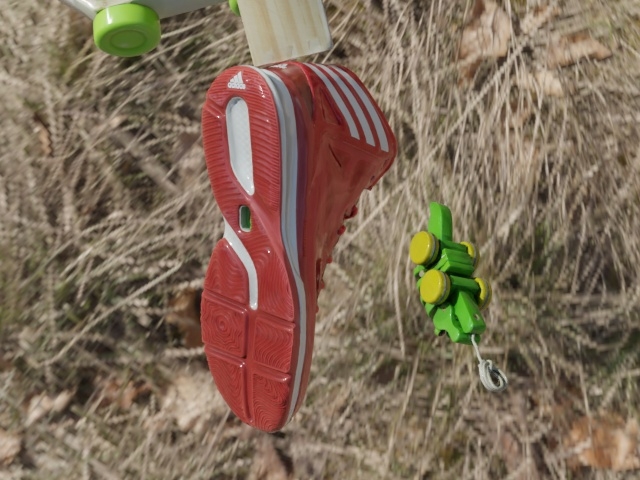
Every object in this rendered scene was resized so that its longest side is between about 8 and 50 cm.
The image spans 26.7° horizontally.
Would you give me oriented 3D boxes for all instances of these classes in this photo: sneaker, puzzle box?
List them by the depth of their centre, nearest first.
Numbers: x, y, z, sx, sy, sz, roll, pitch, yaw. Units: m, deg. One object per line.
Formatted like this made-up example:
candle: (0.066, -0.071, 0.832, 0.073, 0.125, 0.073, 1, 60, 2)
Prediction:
sneaker: (0.000, 0.000, 0.810, 0.087, 0.128, 0.221, 21, 116, 41)
puzzle box: (-0.071, -0.328, 0.857, 0.052, 0.272, 0.409, -14, 105, 2)

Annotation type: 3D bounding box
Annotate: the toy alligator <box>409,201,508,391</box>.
toy alligator: (0.108, 0.054, 1.116, 0.056, 0.190, 0.051, 12, 139, -32)

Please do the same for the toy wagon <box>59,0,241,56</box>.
toy wagon: (-0.085, -0.310, 1.141, 0.344, 0.068, 0.267, -13, 68, 10)
